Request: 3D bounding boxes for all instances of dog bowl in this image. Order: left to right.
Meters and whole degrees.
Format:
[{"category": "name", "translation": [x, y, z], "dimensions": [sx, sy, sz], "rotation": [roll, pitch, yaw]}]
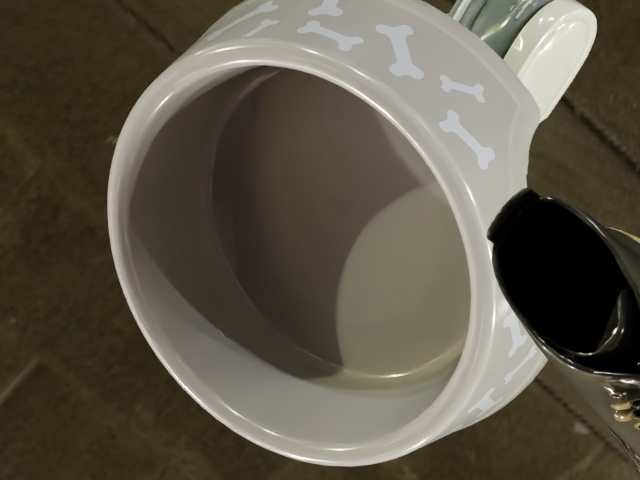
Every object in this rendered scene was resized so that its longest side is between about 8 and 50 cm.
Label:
[{"category": "dog bowl", "translation": [0.000, 0.000, 0.972], "dimensions": [0.348, 0.102, 0.349], "rotation": [14, 117, 28]}]

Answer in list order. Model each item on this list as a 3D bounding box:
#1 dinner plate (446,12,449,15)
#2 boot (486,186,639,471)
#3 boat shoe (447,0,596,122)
[{"category": "dinner plate", "translation": [0.168, -0.177, 1.477], "dimensions": [0.141, 0.017, 0.141], "rotation": [3, 98, 17]}, {"category": "boot", "translation": [0.130, 0.069, 0.461], "dimensions": [0.077, 0.137, 0.198], "rotation": [-48, 69, 7]}, {"category": "boat shoe", "translation": [0.087, -0.075, 1.102], "dimensions": [0.099, 0.116, 0.319], "rotation": [47, 114, 27]}]
